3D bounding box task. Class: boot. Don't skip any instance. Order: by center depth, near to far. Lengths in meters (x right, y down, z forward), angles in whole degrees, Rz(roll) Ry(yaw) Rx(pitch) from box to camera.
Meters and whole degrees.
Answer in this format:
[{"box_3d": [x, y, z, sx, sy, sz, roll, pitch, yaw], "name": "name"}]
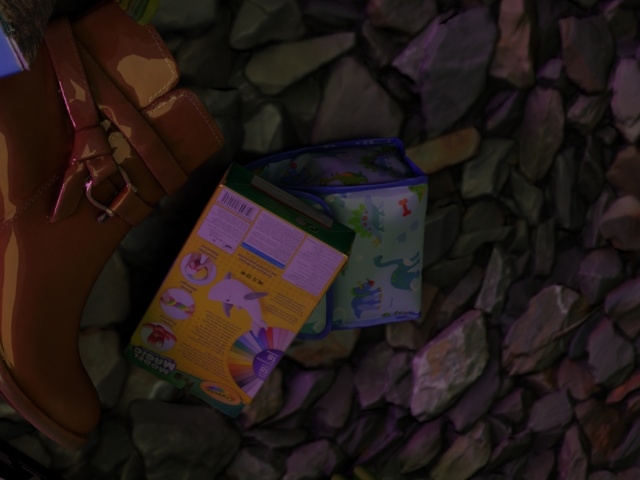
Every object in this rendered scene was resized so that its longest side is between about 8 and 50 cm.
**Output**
[{"box_3d": [-0.160, -0.010, 0.828, 0.220, 0.109, 0.283, -36, 119, -15], "name": "boot"}]

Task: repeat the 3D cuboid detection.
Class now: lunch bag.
[{"box_3d": [0.000, 0.000, 0.924, 0.151, 0.096, 0.129, -6, 119, -13], "name": "lunch bag"}]

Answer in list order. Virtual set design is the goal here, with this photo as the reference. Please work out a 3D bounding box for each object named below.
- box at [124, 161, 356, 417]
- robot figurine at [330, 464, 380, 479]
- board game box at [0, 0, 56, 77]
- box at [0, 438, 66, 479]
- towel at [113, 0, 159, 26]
[{"box_3d": [-0.062, 0.042, 0.883, 0.105, 0.043, 0.179, 30, 118, -6], "name": "box"}, {"box_3d": [0.029, 0.258, 1.079, 0.101, 0.067, 0.115, -15, 121, -33], "name": "robot figurine"}, {"box_3d": [-0.299, -0.170, 0.555, 0.291, 0.141, 0.232, -13, 125, 8], "name": "board game box"}, {"box_3d": [-0.261, 0.336, 0.932, 0.318, 0.097, 0.395, -49, 128, -3], "name": "box"}, {"box_3d": [-0.113, -0.196, 0.619, 0.237, 0.021, 0.102, 44, 59, -75], "name": "towel"}]
